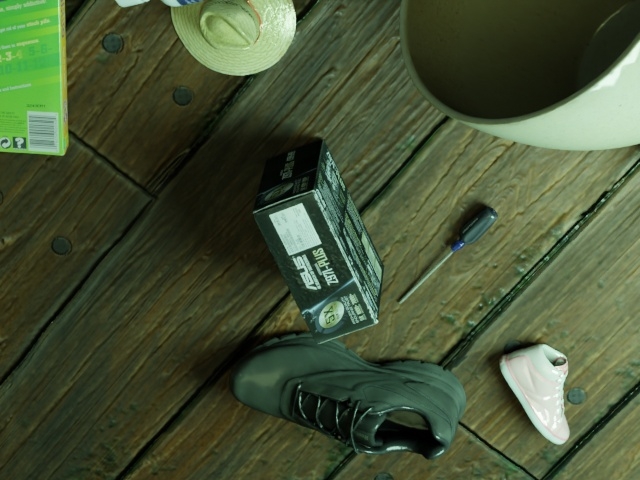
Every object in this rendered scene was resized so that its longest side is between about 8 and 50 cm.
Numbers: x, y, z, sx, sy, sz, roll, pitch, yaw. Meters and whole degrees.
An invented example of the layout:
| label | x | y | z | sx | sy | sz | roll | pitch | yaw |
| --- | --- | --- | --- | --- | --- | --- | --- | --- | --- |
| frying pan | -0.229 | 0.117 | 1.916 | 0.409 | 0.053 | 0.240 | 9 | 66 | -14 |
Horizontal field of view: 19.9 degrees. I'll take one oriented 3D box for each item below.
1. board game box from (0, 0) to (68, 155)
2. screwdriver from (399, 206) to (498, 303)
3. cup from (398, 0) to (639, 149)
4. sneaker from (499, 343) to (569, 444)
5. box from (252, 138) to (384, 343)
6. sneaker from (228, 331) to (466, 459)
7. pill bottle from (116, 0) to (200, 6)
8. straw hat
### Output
| label | x | y | z | sx | sy | sz | roll | pitch | yaw |
| --- | --- | --- | --- | --- | --- | --- | --- | --- | --- |
| board game box | -0.350 | -0.223 | 2.056 | 0.124 | 0.039 | 0.259 | 4 | 119 | 3 |
| screwdriver | 0.145 | 0.017 | 2.138 | 0.170 | 0.024 | 0.025 | -41 | 76 | 28 |
| cup | 0.281 | -0.224 | 1.869 | 0.331 | 0.331 | 0.237 | -39 | 139 | 21 |
| sneaker | 0.277 | 0.181 | 2.183 | 0.070 | 0.051 | 0.134 | -28 | 106 | 23 |
| box | 0.000 | 0.000 | 2.069 | 0.077 | 0.147 | 0.180 | -20 | 113 | 14 |
| sneaker | 0.030 | 0.191 | 2.169 | 0.286 | 0.130 | 0.109 | 7 | 118 | 3 |
| pill bottle | -0.135 | -0.311 | 1.949 | 0.186 | 0.112 | 0.112 | -13 | 114 | 11 |
| straw hat | -0.101 | -0.237 | 2.011 | 0.144 | 0.061 | 0.144 | 2 | 115 | 4 |
